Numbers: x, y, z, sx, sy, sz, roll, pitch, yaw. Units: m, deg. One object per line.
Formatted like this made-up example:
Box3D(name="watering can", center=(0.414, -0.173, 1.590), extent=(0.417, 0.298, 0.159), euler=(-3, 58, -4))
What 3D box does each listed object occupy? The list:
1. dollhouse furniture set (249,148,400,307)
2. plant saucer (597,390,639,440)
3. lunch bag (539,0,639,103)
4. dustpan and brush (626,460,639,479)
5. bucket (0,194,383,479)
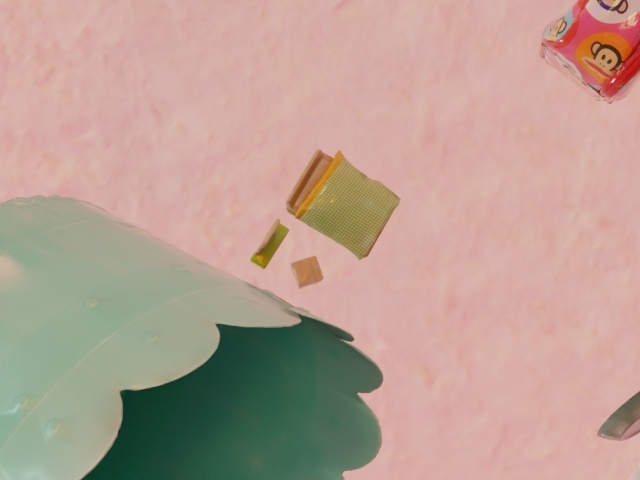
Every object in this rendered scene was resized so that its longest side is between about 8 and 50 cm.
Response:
Box3D(name="dollhouse furniture set", center=(0.000, 0.000, 0.944), extent=(0.076, 0.151, 0.058), euler=(32, 163, -2))
Box3D(name="plant saucer", center=(0.364, 0.191, 1.446), extent=(0.021, 0.119, 0.119), euler=(53, 143, 24))
Box3D(name="lunch bag", center=(0.360, -0.280, 1.421), extent=(0.120, 0.293, 0.258), euler=(39, 100, 3))
Box3D(name="dustpan and brush", center=(0.123, 0.101, 0.429), extent=(0.211, 0.060, 0.147), euler=(16, 117, -5))
Box3D(name="bucket", center=(-0.119, 0.120, 0.683), extent=(0.183, 0.281, 0.281), euler=(29, 143, 31))
